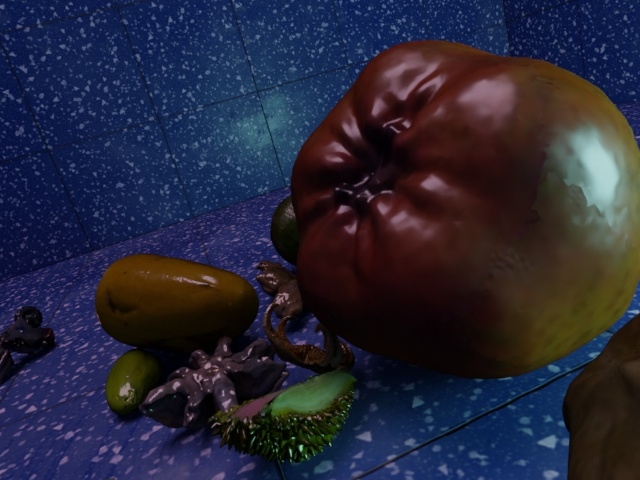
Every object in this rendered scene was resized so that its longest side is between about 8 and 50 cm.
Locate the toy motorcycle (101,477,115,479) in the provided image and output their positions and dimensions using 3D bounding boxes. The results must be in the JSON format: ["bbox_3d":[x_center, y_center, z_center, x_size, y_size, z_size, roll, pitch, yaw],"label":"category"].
[{"bbox_3d":[-0.317,0.325,0.437,0.263,0.157,0.091,-9,15,-9],"label":"toy motorcycle"}]

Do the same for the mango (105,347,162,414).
[{"bbox_3d":[-0.339,0.249,0.858,0.091,0.074,0.165,-18,16,-7],"label":"mango"}]

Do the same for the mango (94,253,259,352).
[{"bbox_3d":[-0.277,0.119,0.927,0.364,0.253,0.182,-11,61,32],"label":"mango"}]

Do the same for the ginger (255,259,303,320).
[{"bbox_3d":[-0.080,0.100,1.054,0.084,0.122,0.290,-60,19,3],"label":"ginger"}]

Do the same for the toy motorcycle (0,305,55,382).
[{"bbox_3d":[-0.739,0.260,1.155,0.082,0.122,0.213,-33,21,28],"label":"toy motorcycle"}]

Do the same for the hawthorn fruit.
[{"bbox_3d":[0.202,-0.034,0.651,0.471,0.472,0.472,-15,17,5],"label":"hawthorn fruit"}]

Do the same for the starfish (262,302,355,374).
[{"bbox_3d":[-0.016,0.162,0.734,0.146,0.190,0.074,14,73,23],"label":"starfish"}]

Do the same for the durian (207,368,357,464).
[{"bbox_3d":[-0.043,0.228,0.589,0.137,0.096,0.220,-29,-22,27],"label":"durian"}]

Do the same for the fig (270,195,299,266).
[{"bbox_3d":[0.000,0.000,1.188,0.203,0.203,0.235,-25,42,-27],"label":"fig"}]

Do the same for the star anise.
[{"bbox_3d":[-0.158,0.224,0.736,0.236,0.093,0.229,-14,18,-27],"label":"star anise"}]

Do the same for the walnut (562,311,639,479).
[{"bbox_3d":[0.286,0.162,0.276,0.227,0.283,0.283,-49,29,-17],"label":"walnut"}]
